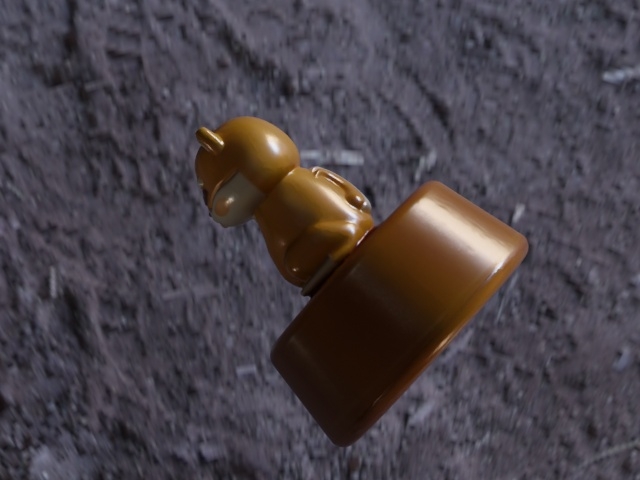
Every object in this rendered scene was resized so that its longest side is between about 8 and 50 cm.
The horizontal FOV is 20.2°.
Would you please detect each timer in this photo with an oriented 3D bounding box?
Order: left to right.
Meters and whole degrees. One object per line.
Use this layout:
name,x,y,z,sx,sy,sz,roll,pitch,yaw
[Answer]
timer,0.000,0.000,0.843,0.152,0.132,0.132,43,75,4
